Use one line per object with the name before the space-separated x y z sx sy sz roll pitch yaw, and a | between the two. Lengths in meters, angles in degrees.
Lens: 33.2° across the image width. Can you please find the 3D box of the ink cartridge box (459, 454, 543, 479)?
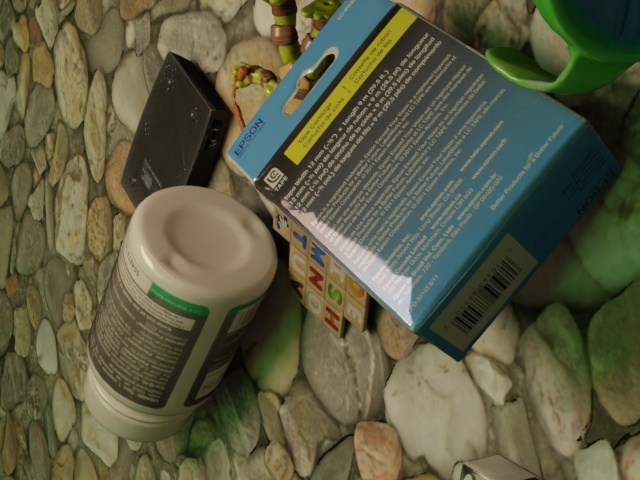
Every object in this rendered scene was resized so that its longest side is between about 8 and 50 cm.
ink cartridge box | 0.257 0.352 1.038 0.332 0.065 0.166 23 109 49

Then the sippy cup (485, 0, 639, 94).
sippy cup | 0.229 -0.300 0.924 0.305 0.240 0.224 -44 39 4

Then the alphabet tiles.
alphabet tiles | 0.000 0.000 1.333 0.198 0.009 0.237 40 138 39

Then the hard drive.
hard drive | -0.223 -0.139 1.634 0.172 0.054 0.255 54 131 35

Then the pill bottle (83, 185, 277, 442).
pill bottle | -0.210 0.115 1.501 0.204 0.204 0.361 60 139 31

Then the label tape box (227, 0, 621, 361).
label tape box | 0.090 -0.082 1.101 0.249 0.115 0.347 -51 48 4

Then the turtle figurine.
turtle figurine | -0.017 -0.197 1.337 0.269 0.087 0.217 39 138 39
